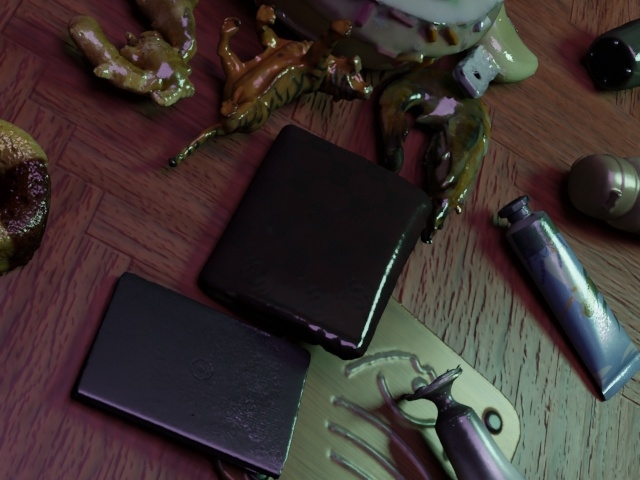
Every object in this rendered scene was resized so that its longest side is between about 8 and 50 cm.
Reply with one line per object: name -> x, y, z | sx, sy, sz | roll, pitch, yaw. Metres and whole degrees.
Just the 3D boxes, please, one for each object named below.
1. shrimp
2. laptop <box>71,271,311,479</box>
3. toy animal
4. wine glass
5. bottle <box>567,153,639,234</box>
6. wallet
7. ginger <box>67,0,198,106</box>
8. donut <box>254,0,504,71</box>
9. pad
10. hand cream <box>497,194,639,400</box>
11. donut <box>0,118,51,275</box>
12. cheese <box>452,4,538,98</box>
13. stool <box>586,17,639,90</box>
shrimp -> 0.125, -0.117, 1.174 | 0.145, 0.059, 0.254 | 36, 51, -10
laptop -> -0.108, 0.118, 0.904 | 0.197, 0.016, 0.135 | 26, 52, -13
toy animal -> -0.070, -0.149, 1.047 | 0.255, 0.116, 0.114 | -38, 57, -25
wine glass -> 0.145, 0.204, 0.991 | 0.072, 0.072, 0.155 | -23, 81, -40
bottle -> 0.411, -0.061, 1.315 | 0.209, 0.097, 0.110 | 12, 28, -29
wallet -> 0.000, 0.000, 1.018 | 0.182, 0.049, 0.229 | 27, 52, 0
ginger -> -0.170, -0.215, 1.031 | 0.193, 0.052, 0.176 | -24, 83, -37
donut -> 0.047, -0.358, 1.192 | 0.383, 0.142, 0.382 | 16, 58, -26
pad -> 0.061, 0.192, 0.995 | 0.286, 0.018, 0.284 | 42, 50, -11
hand cream -> 0.294, 0.062, 1.204 | 0.088, 0.055, 0.256 | -35, 94, -37
donut -> -0.284, -0.043, 0.857 | 0.140, 0.059, 0.140 | 15, 57, -24
cheese -> 0.210, -0.235, 1.276 | 0.127, 0.050, 0.235 | 54, 34, -9
stool -> 0.437, -0.260, 1.441 | 0.110, 0.096, 0.096 | -20, 79, -34
